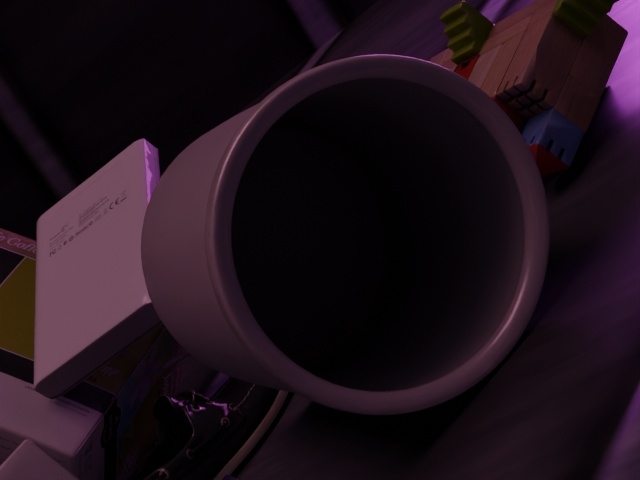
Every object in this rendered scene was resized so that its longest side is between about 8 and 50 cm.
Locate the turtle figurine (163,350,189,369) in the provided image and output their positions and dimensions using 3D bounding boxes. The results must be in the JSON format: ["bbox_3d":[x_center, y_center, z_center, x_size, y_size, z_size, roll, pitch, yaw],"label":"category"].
[{"bbox_3d":[-0.052,0.010,1.901,0.274,0.198,0.266,-10,14,22],"label":"turtle figurine"}]

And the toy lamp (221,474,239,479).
[{"bbox_3d":[-0.151,0.352,1.472,0.275,0.080,0.080,-48,13,-19],"label":"toy lamp"}]

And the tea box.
[{"bbox_3d":[-0.390,0.188,2.023,0.323,0.329,0.220,-57,-19,-45],"label":"tea box"}]

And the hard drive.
[{"bbox_3d":[-0.278,0.030,1.926,0.203,0.040,0.308,-36,38,21],"label":"hard drive"}]

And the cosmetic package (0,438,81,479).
[{"bbox_3d":[-0.321,0.365,1.536,0.230,0.161,0.453,-50,0,-22],"label":"cosmetic package"}]

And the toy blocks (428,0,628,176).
[{"bbox_3d":[0.189,-0.125,1.772,0.381,0.190,0.261,-23,36,60],"label":"toy blocks"}]

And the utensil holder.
[{"bbox_3d":[0.000,0.000,1.557,0.327,0.327,0.385,-48,12,-14],"label":"utensil holder"}]

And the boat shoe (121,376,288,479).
[{"bbox_3d":[-0.156,0.231,1.772,0.340,0.113,0.127,-51,14,-28],"label":"boat shoe"}]
